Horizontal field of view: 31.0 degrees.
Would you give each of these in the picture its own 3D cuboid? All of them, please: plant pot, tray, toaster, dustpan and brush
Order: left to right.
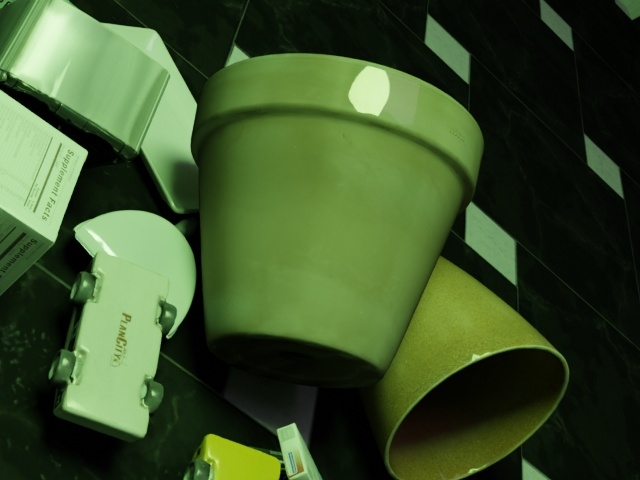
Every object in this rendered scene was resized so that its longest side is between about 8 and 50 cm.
[{"bbox_3d":[-0.260,-0.151,1.146,0.168,0.186,0.110,31,72,-30],"label":"toaster"},{"bbox_3d":[-0.194,-0.143,1.382,0.145,0.030,0.270,-6,63,-57],"label":"tray"},{"bbox_3d":[-0.173,0.012,1.240,0.147,0.060,0.211,50,38,-5],"label":"dustpan and brush"},{"bbox_3d":[0.000,0.000,1.242,0.323,0.323,0.280,26,64,-36],"label":"plant pot"},{"bbox_3d":[0.125,0.122,1.383,0.237,0.237,0.254,18,29,-44],"label":"plant pot"}]

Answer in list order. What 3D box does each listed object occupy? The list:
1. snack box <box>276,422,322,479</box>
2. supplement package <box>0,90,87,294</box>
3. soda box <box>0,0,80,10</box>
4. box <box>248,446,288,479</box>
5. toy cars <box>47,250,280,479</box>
[{"bbox_3d":[-0.002,0.259,1.138,0.064,0.022,0.178,-109,178,-50],"label":"snack box"},{"bbox_3d":[-0.350,-0.070,1.002,0.244,0.134,0.139,37,34,-23],"label":"supplement package"},{"bbox_3d":[-0.338,-0.265,1.285,0.183,0.063,0.058,40,33,-20],"label":"soda box"},{"bbox_3d":[-0.056,0.254,1.138,0.062,0.052,0.083,19,45,-42],"label":"box"},{"bbox_3d":[-0.147,0.193,1.054,0.176,0.087,0.393,-16,66,-46],"label":"toy cars"}]
